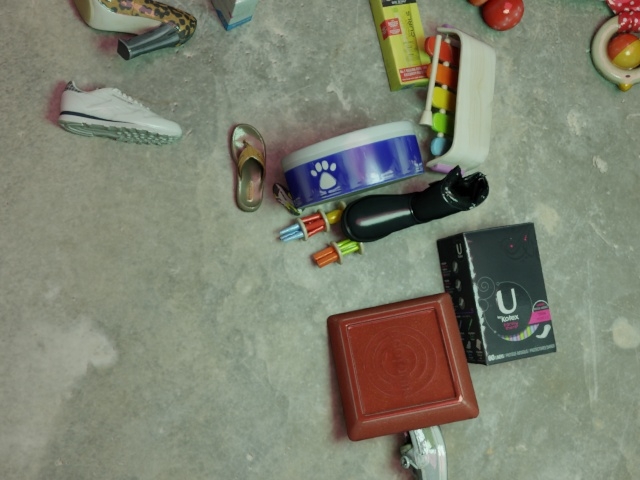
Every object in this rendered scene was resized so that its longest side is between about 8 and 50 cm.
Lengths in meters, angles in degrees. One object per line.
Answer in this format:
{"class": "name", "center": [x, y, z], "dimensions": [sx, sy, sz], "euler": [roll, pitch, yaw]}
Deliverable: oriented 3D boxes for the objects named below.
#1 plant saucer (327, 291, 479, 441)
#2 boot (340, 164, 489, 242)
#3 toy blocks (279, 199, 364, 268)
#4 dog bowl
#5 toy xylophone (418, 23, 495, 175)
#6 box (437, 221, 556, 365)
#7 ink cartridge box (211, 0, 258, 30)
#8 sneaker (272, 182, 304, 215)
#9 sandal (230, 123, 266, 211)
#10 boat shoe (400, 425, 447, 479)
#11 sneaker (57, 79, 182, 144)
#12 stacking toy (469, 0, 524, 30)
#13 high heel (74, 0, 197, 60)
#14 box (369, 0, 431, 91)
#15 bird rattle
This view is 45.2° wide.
{"class": "plant saucer", "center": [0.157, 0.240, 1.507], "dimensions": [0.259, 0.048, 0.258], "euler": [-11, 68, 2]}
{"class": "boot", "center": [0.186, -0.074, 1.512], "dimensions": [0.246, 0.207, 0.094], "euler": [-12, 83, -30]}
{"class": "toy blocks", "center": [0.000, 0.000, 1.563], "dimensions": [0.148, 0.054, 0.123], "euler": [-22, 89, -15]}
{"class": "dog bowl", "center": [0.063, -0.143, 1.485], "dimensions": [0.265, 0.265, 0.104], "euler": [-17, 91, -15]}
{"class": "toy xylophone", "center": [0.277, -0.304, 1.605], "dimensions": [0.236, 0.081, 0.323], "euler": [19, 78, -41]}
{"class": "box", "center": [0.363, 0.110, 1.595], "dimensions": [0.165, 0.143, 0.270], "euler": [-9, 86, -15]}
{"class": "ink cartridge box", "center": [-0.171, -0.499, 1.507], "dimensions": [0.061, 0.181, 0.104], "euler": [-28, 92, -15]}
{"class": "sneaker", "center": [-0.064, -0.087, 1.573], "dimensions": [0.083, 0.031, 0.035], "euler": [49, 51, 0]}
{"class": "sandal", "center": [-0.142, -0.148, 1.546], "dimensions": [0.072, 0.049, 0.180], "euler": [-1, 84, -14]}
{"class": "boat shoe", "center": [0.181, 0.374, 1.543], "dimensions": [0.103, 0.118, 0.320], "euler": [-10, 82, -6]}
{"class": "sneaker", "center": [-0.382, -0.246, 1.484], "dimensions": [0.235, 0.090, 0.095], "euler": [10, 73, -14]}
{"class": "stacking toy", "center": [0.321, -0.595, 1.677], "dimensions": [0.330, 0.141, 0.141], "euler": [46, 76, -13]}
{"class": "high heel", "center": [-0.376, -0.477, 1.525], "dimensions": [0.186, 0.093, 0.261], "euler": [-32, 79, -37]}
{"class": "box", "center": [0.172, -0.442, 1.649], "dimensions": [0.087, 0.058, 0.232], "euler": [-11, 88, -16]}
{"class": "bird rattle", "center": [0.718, -0.459, 1.755], "dimensions": [0.207, 0.143, 0.253], "euler": [-39, 91, 2]}
